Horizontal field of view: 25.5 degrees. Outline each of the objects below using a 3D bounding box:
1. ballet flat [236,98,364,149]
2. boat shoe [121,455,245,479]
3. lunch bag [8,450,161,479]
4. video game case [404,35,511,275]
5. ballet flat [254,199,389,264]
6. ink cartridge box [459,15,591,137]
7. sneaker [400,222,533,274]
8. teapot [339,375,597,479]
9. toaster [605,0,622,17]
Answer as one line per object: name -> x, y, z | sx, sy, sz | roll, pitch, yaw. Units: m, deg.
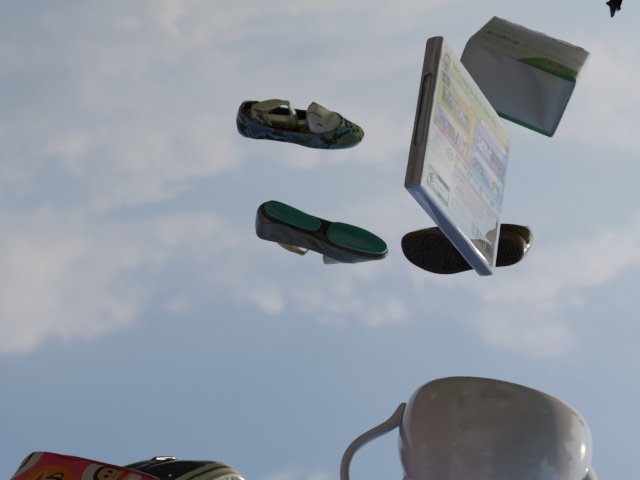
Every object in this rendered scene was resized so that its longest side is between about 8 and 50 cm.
ballet flat -> -0.031, -0.170, 2.031 | 0.188, 0.070, 0.070 | 4, -155, 7
boat shoe -> -0.327, 0.437, 2.130 | 0.156, 0.187, 0.500 | 12, -164, 40
lunch bag -> -0.247, 0.365, 1.556 | 0.258, 0.293, 0.120 | 10, -139, 28
video game case -> 0.158, -0.092, 1.593 | 0.023, 0.212, 0.193 | -6, -121, 29
ballet flat -> 0.000, 0.000, 2.173 | 0.213, 0.068, 0.072 | 20, -145, 6
ink cartridge box -> 0.277, -0.229, 1.940 | 0.154, 0.093, 0.212 | 23, -157, 8
sneaker -> 0.208, 0.006, 1.981 | 0.188, 0.066, 0.071 | 3, -156, 29
teapot -> 0.196, 0.286, 1.702 | 0.256, 0.252, 0.187 | -16, -129, 51
toaster -> 0.273, -0.348, 1.426 | 0.110, 0.168, 0.186 | 9, -128, 51
